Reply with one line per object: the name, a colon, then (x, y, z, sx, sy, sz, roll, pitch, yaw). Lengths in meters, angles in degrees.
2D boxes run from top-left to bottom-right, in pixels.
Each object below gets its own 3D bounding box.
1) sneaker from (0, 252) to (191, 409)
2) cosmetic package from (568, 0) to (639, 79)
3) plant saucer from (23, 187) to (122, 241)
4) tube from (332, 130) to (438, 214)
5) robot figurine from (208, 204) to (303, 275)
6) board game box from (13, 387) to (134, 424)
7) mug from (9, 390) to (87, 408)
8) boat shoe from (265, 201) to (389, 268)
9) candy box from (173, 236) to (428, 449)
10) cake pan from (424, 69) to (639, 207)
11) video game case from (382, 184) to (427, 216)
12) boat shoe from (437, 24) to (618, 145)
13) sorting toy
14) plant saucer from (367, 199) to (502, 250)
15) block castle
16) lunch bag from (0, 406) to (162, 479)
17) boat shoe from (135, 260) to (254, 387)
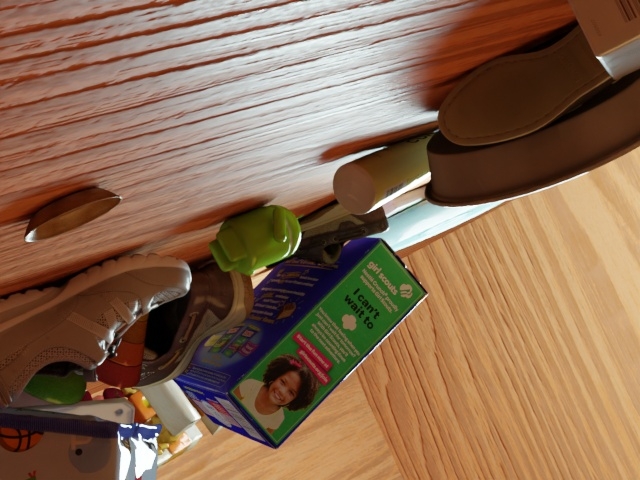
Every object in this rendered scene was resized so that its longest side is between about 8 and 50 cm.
sneaker: (-0.255, 0.097, 1.484, 0.281, 0.115, 0.105, -21, 174, -34)
cosmetic package: (0.264, -0.196, 1.104, 0.117, 0.085, 0.231, -26, 177, 13)
plant saucer: (-0.198, -0.023, 1.088, 0.083, 0.015, 0.083, -25, 175, -2)
tube: (0.107, -0.094, 1.613, 0.070, 0.062, 0.240, 24, -148, 31)
robot figurine: (-0.072, -0.003, 1.601, 0.115, 0.067, 0.101, -21, 162, -37)
board game box: (-0.458, 0.369, 1.829, 0.390, 0.050, 0.390, -3, 123, -21)
mug: (-0.496, 0.321, 1.959, 0.328, 0.276, 0.374, -32, 155, 6)
boat shoe: (0.001, 0.000, 1.930, 0.223, 0.073, 0.080, -28, 174, 33)
candy box: (-0.038, 0.136, 2.002, 0.317, 0.122, 0.268, -46, -163, -16)
cake pan: (0.238, -0.122, 1.463, 0.293, 0.054, 0.293, -23, -166, 6)
video game case: (0.154, -0.061, 2.318, 0.212, 0.023, 0.193, -21, 174, -33)
boat shoe: (0.221, -0.153, 1.344, 0.228, 0.081, 0.069, -27, 171, 3)
sorting toy: (-0.312, 0.118, 1.720, 0.126, 0.127, 0.365, -56, 163, 14)
plant saucer: (0.208, -0.045, 2.364, 0.318, 0.043, 0.317, -25, 175, -2)
block castle: (-0.205, 0.206, 2.398, 0.453, 0.213, 0.303, -29, 167, -43)
lunch bag: (-0.384, 0.335, 1.474, 0.385, 0.328, 0.239, 2, 170, 7)
boat shoe: (-0.232, 0.123, 1.944, 0.123, 0.123, 0.342, -5, 162, -41)
